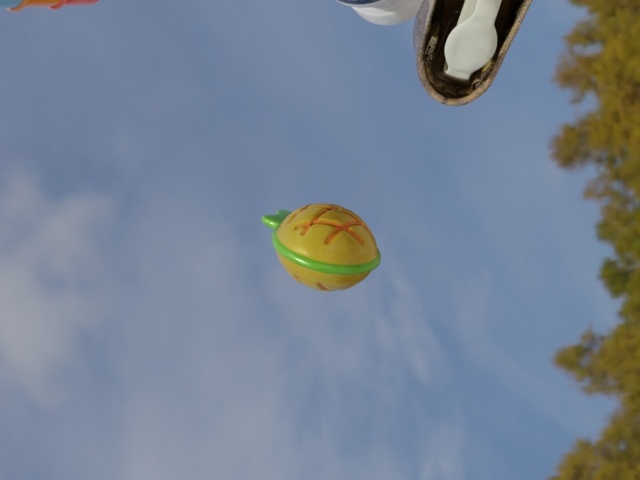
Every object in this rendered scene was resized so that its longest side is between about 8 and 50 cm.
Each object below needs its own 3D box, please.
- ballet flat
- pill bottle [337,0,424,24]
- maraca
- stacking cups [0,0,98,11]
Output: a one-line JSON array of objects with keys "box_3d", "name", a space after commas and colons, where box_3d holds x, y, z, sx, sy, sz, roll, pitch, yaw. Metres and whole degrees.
[{"box_3d": [0.146, -0.230, 1.124, 0.106, 0.107, 0.316, -74, -1, -45], "name": "ballet flat"}, {"box_3d": [0.040, -0.361, 1.645, 0.264, 0.153, 0.153, 38, -134, -59], "name": "pill bottle"}, {"box_3d": [0.000, 0.000, 1.697, 0.127, 0.186, 0.099, 4, -70, -23], "name": "maraca"}, {"box_3d": [-0.402, -0.326, 1.760, 0.316, 0.096, 0.096, -12, -91, -44], "name": "stacking cups"}]
